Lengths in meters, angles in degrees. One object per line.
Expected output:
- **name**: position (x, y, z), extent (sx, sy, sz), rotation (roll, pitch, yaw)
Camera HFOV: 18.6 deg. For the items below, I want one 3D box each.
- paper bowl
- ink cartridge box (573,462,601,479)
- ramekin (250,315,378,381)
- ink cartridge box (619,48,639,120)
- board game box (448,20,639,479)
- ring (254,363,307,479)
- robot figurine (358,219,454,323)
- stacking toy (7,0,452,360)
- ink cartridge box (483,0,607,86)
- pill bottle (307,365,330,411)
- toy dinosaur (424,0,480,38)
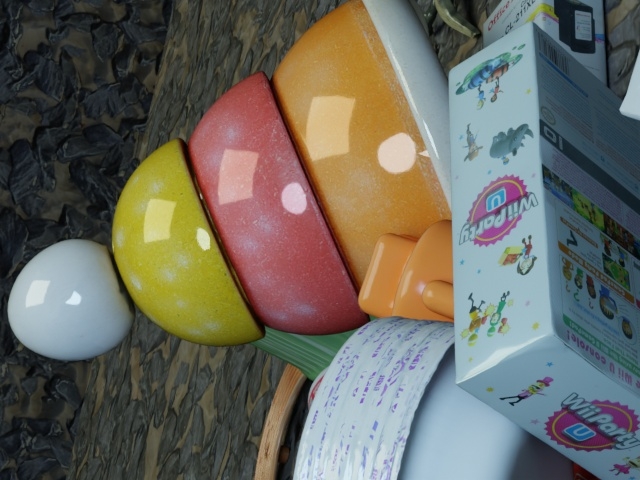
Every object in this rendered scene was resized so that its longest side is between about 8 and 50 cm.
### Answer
- **paper bowl**: position (0.099, 0.205, 1.515), extent (0.148, 0.284, 0.284), rotation (6, 78, 27)
- **ink cartridge box**: position (0.198, 0.330, 1.549), extent (0.296, 0.066, 0.261), rotation (-150, 75, -71)
- **ramekin**: position (0.000, 0.000, 2.202), extent (0.303, 0.148, 0.303), rotation (-53, 23, 34)
- **ink cartridge box**: position (0.375, -0.167, 1.272), extent (0.385, 0.160, 0.279), rotation (-147, 73, -71)
- **board game box**: position (0.203, 0.015, 1.518), extent (0.097, 0.224, 0.303), rotation (-30, 42, 32)
- **ring**: position (-0.006, 0.246, 2.277), extent (0.336, 0.032, 0.336), rotation (-165, 90, -73)
- **robot figurine**: position (0.146, 0.059, 1.664), extent (0.128, 0.219, 0.158), rotation (-58, -22, -32)
- **stacking toy**: position (-0.079, -0.017, 1.872), extent (0.350, 0.480, 0.350), rotation (-21, -90, -90)
- **ink cartridge box**: position (0.214, -0.168, 1.890), extent (0.127, 0.072, 0.175), rotation (128, 151, -51)
- **pill bottle**: position (0.051, 0.210, 2.012), extent (0.180, 0.108, 0.108), rotation (-107, 36, -58)
- **toy dinosaur**: position (0.133, -0.311, 2.275), extent (0.118, 0.064, 0.268), rotation (-46, 37, 44)
